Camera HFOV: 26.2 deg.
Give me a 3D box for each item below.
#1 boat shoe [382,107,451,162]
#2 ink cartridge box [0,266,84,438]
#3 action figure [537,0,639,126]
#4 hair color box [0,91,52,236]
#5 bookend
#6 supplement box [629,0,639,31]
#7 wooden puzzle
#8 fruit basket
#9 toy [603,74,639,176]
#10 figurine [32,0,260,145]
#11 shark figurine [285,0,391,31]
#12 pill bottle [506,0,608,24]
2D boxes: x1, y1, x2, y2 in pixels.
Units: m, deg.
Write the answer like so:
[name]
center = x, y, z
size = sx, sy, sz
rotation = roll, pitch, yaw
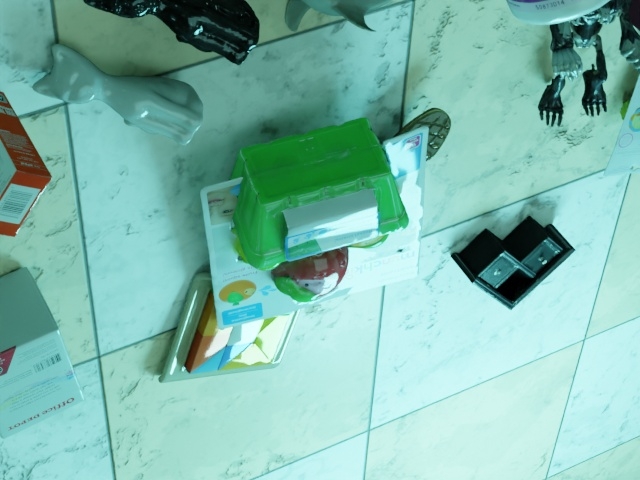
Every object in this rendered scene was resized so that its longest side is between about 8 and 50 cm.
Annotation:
[boat shoe]
center = 0.120, -0.132, 2.028
size = 0.064, 0.060, 0.178
rotation = 32, 112, -24
[ink cartridge box]
center = -0.415, 0.154, 1.860
size = 0.128, 0.127, 0.176
rotation = -24, 142, -16
[action figure]
center = 0.400, -0.288, 2.005
size = 0.164, 0.141, 0.275
rotation = -6, 140, -7
[hair color box]
center = -0.379, -0.094, 1.583
size = 0.053, 0.167, 0.093
rotation = 12, 123, -46
[bookend]
center = 0.331, 0.022, 2.350
size = 0.157, 0.072, 0.156
rotation = -44, 142, 10
[supplement box]
center = 0.555, -0.374, 2.083
size = 0.188, 0.081, 0.104
rotation = -6, 135, -33
[wooden puzzle]
center = -0.124, 0.135, 2.139
size = 0.221, 0.044, 0.238
rotation = -4, 134, -36
[fruit basket]
center = 0.000, 0.000, 1.957
size = 0.327, 0.165, 0.353
rotation = -14, 139, -10
[toy]
center = 0.542, -0.222, 2.263
size = 0.137, 0.056, 0.237
rotation = -6, 129, -29
[figurine]
center = -0.216, -0.226, 1.648
size = 0.209, 0.092, 0.215
rotation = 17, 120, -38
[shark figurine]
center = 0.066, -0.313, 1.743
size = 0.278, 0.116, 0.166
rotation = -11, 138, -27
[pill bottle]
center = 0.257, -0.428, 1.666
size = 0.169, 0.169, 0.301
rotation = -33, 121, -4
